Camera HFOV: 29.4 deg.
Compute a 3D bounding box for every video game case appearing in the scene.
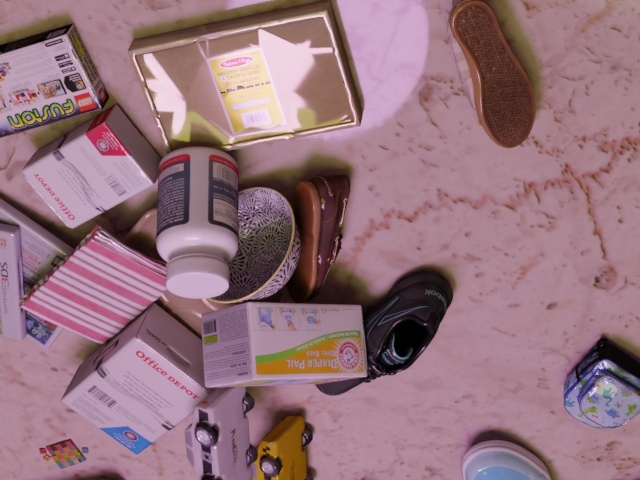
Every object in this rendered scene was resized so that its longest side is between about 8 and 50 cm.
[{"bbox_3d":[-0.439,0.046,1.770,0.201,0.023,0.183,35,124,-8],"label":"video game case"},{"bbox_3d":[-0.532,0.045,1.766,0.212,0.023,0.193,11,124,9],"label":"video game case"}]

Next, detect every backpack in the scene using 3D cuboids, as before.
[{"bbox_3d":[0.407,0.218,1.751,0.105,0.084,0.114,32,125,-11],"label":"backpack"}]

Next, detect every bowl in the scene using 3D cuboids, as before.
[{"bbox_3d":[-0.085,0.020,1.644,0.170,0.170,0.080,-26,143,22],"label":"bowl"}]

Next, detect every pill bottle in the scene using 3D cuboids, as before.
[{"bbox_3d":[-0.160,-0.021,1.592,0.108,0.180,0.108,-1,153,-1],"label":"pill bottle"}]

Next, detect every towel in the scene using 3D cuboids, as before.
[{"bbox_3d":[-0.313,0.067,1.722,0.144,0.029,0.197,31,127,-29],"label":"towel"}]

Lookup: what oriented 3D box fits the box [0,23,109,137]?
[{"bbox_3d":[-0.397,-0.202,1.607,0.207,0.036,0.114,-13,121,16],"label":"box"}]

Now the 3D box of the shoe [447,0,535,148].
[{"bbox_3d":[0.210,-0.213,1.513,0.077,0.058,0.219,-25,123,0],"label":"shoe"}]

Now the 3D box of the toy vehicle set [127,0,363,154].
[{"bbox_3d":[-0.095,-0.202,1.567,0.267,0.035,0.166,-9,122,13],"label":"toy vehicle set"}]

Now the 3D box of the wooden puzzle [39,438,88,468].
[{"bbox_3d":[-0.418,0.350,1.997,0.083,0.006,0.049,-19,119,19],"label":"wooden puzzle"}]

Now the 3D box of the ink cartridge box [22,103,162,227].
[{"bbox_3d":[-0.307,-0.099,1.648,0.150,0.063,0.109,-26,117,23],"label":"ink cartridge box"}]

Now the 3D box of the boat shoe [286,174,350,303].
[{"bbox_3d":[0.000,0.000,1.669,0.073,0.073,0.207,-17,138,-30],"label":"boat shoe"}]

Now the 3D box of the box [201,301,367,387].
[{"bbox_3d":[-0.048,0.144,1.675,0.203,0.103,0.114,4,167,-40],"label":"box"}]

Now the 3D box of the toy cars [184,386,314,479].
[{"bbox_3d":[-0.113,0.318,1.816,0.087,0.176,0.394,16,165,29],"label":"toy cars"}]

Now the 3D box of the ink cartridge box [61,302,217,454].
[{"bbox_3d":[-0.259,0.206,1.797,0.148,0.086,0.203,40,125,-16],"label":"ink cartridge box"}]

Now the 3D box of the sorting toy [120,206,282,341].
[{"bbox_3d":[-0.225,0.097,1.788,0.229,0.041,0.307,35,127,-12],"label":"sorting toy"}]

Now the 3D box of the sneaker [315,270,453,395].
[{"bbox_3d":[0.077,0.148,1.738,0.101,0.106,0.267,35,122,-17],"label":"sneaker"}]

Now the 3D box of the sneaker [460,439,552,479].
[{"bbox_3d":[0.326,0.459,1.841,0.127,0.208,0.319,-31,116,14],"label":"sneaker"}]
